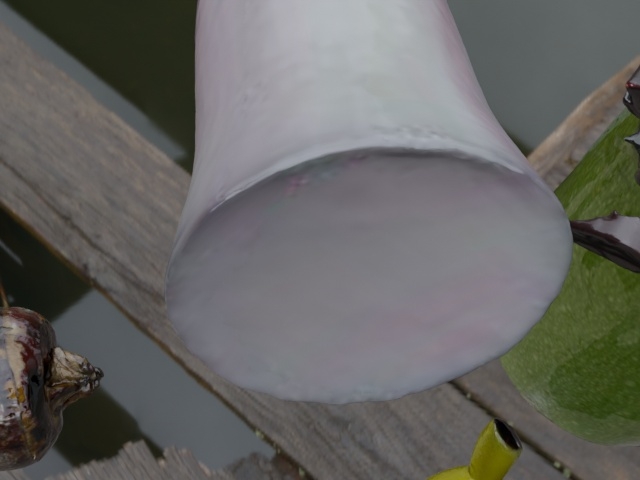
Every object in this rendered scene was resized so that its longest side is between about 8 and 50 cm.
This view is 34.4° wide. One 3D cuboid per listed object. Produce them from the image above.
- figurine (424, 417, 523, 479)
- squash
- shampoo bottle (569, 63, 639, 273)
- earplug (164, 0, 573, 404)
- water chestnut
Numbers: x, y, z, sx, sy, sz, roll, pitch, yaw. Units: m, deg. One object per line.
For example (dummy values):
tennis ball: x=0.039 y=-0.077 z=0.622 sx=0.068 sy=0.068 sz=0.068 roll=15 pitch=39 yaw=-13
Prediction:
figurine: x=0.162 y=0.349 z=1.021 sx=0.218 sy=0.169 sz=0.326 roll=-34 pitch=98 yaw=-3
squash: x=0.313 y=0.019 z=0.864 sx=0.263 sy=0.384 sz=0.263 roll=3 pitch=68 yaw=-7
shampoo bottle: x=0.199 y=-0.089 z=0.490 sx=0.236 sy=0.067 sz=0.068 roll=-56 pitch=31 yaw=-10
earplug: x=0.002 y=-0.090 z=0.528 sx=0.172 sy=0.172 sz=0.301 roll=-6 pitch=50 yaw=-4
water chestnut: x=-0.412 y=0.197 z=1.378 sx=0.238 sy=0.223 sz=0.223 roll=-6 pitch=59 yaw=-4
